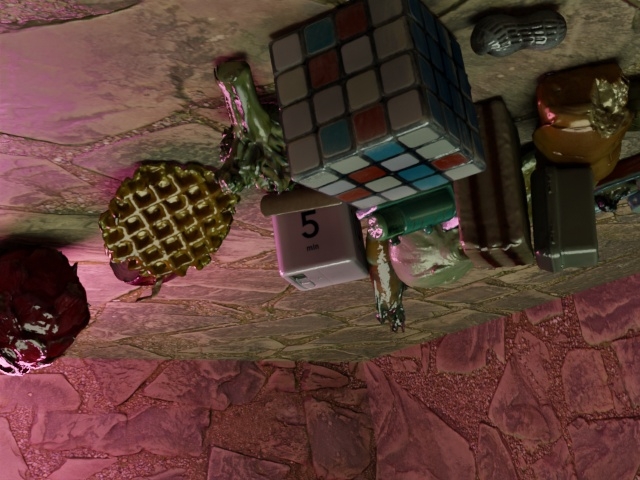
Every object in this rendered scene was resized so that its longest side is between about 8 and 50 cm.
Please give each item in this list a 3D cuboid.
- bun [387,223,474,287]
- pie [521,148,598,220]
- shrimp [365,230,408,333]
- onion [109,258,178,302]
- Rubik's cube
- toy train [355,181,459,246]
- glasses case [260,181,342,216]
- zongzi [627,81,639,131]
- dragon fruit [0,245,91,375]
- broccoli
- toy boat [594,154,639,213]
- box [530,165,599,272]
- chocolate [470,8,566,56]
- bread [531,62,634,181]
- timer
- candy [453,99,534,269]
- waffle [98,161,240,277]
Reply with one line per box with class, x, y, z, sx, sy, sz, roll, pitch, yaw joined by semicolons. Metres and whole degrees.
bun;0.307;-0.014;2.112;0.187;0.293;0.293;22;-173;42
pie;0.552;-0.150;2.149;0.323;0.071;0.323;-14;149;-8
shrimp;0.223;0.046;2.247;0.272;0.445;0.085;-19;-146;-32
onion;-0.398;0.025;2.145;0.200;0.201;0.207;2;127;-30
Rubik's cube;0.096;-0.223;1.449;0.253;0.259;0.256;-20;160;26
toy train;0.212;-0.096;1.926;0.298;0.194;0.120;-18;173;-30
glasses case;-0.049;-0.110;2.068;0.193;0.070;0.102;-10;-170;-4
zongzi;0.724;-0.279;1.844;0.204;0.094;0.204;-10;166;5
dragon fruit;-0.742;0.170;2.199;0.329;0.329;0.329;-8;162;-3
broccoli;-0.144;-0.187;1.576;0.177;0.199;0.275;33;177;32
toy boat;0.779;-0.118;2.303;0.145;0.133;0.331;8;156;-44
box;0.508;-0.046;1.830;0.129;0.210;0.148;-3;162;17
chocolate;0.332;-0.348;1.475;0.167;0.072;0.072;-8;162;-5
bread;0.536;-0.225;1.823;0.195;0.149;0.344;-12;162;10
timer;0.000;0.000;2.197;0.194;0.195;0.192;-12;162;12
candy;0.354;-0.110;1.828;0.135;0.321;0.179;-10;166;18
waffle;-0.338;-0.037;1.942;0.302;0.068;0.325;9;123;-33
